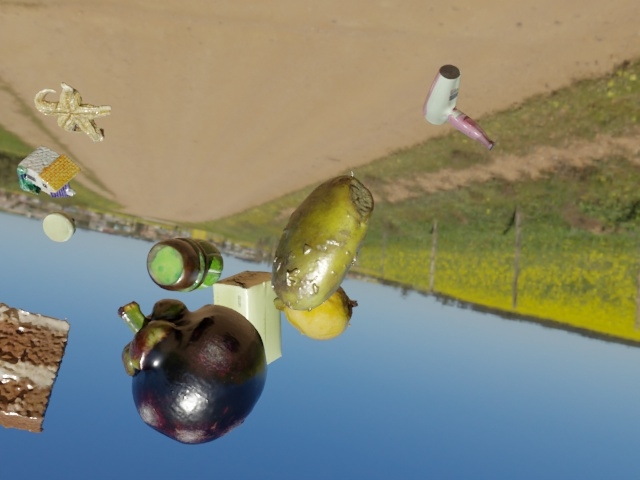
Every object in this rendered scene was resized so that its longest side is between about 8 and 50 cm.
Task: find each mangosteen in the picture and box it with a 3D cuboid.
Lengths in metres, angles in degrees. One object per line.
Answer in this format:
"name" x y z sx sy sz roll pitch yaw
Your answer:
"mangosteen" -0.245 0.217 1.229 0.302 0.275 0.275 42 172 -9

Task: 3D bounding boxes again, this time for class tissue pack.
"tissue pack" -0.184 0.204 1.730 0.125 0.234 0.159 5 -169 28

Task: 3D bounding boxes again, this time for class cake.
"cake" -0.416 0.170 0.911 0.135 0.147 0.134 19 153 -16

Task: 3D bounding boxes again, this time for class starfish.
"starfish" -0.515 -0.267 1.421 0.150 0.053 0.210 -6 161 -15

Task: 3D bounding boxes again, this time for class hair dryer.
"hair dryer" 0.240 -0.210 1.135 0.154 0.054 0.106 51 158 17

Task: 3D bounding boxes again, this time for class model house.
"model house" -0.586 -0.132 1.472 0.100 0.088 0.101 27 143 7

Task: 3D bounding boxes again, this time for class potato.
"potato" 0.000 0.000 1.120 0.113 0.251 0.149 17 -166 -37

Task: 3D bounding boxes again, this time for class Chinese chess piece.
"Chinese chess piece" -0.696 -0.038 1.805 0.084 0.084 0.034 10 -157 9

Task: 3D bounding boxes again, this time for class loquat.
"loquat" -0.014 0.164 1.650 0.204 0.150 0.172 11 179 6

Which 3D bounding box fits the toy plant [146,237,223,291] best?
"toy plant" -0.223 0.042 1.156 0.092 0.093 0.162 10 -179 17
